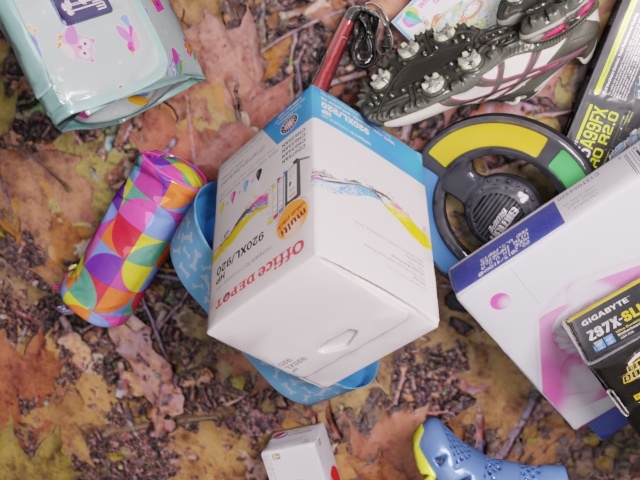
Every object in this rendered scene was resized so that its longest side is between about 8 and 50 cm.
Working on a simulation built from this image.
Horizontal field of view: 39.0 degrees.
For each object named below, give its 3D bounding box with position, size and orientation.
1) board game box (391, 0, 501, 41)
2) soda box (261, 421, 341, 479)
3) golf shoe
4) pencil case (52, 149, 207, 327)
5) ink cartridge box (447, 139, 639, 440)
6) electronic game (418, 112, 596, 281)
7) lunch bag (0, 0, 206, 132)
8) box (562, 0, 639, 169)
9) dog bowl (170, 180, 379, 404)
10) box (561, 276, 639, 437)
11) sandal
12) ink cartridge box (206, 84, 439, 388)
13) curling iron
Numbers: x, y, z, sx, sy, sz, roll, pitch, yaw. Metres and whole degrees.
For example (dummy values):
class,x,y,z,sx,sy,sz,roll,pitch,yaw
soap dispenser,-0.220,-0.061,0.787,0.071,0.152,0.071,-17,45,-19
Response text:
class,x,y,z,sx,sy,sz,roll,pitch,yaw
board game box,0.169,-0.262,1.003,0.103,0.026,0.154,46,107,-1
soda box,-0.005,0.346,1.152,0.074,0.069,0.216,-14,100,14
golf shoe,0.174,-0.177,0.953,0.273,0.105,0.120,-27,136,5
pencil case,-0.234,-0.001,1.108,0.104,0.104,0.236,37,105,2
ink cartridge box,0.359,0.061,0.952,0.324,0.071,0.330,-37,115,17
electronic game,0.203,-0.030,1.003,0.229,0.048,0.229,14,120,24
lunch bag,-0.259,-0.237,0.974,0.160,0.262,0.223,-24,96,16
box,0.397,-0.165,0.962,0.216,0.060,0.270,20,105,7
dog bowl,-0.058,0.068,1.059,0.074,0.166,0.297,-41,92,28
box,0.443,0.095,0.897,0.322,0.079,0.257,-33,121,14
sandal,0.244,0.311,1.075,0.317,0.126,0.138,40,103,-8
ink cartridge box,0.000,0.000,0.944,0.168,0.233,0.171,29,131,-32
curling iron,0.001,-0.150,1.050,0.068,0.035,0.274,32,103,1
